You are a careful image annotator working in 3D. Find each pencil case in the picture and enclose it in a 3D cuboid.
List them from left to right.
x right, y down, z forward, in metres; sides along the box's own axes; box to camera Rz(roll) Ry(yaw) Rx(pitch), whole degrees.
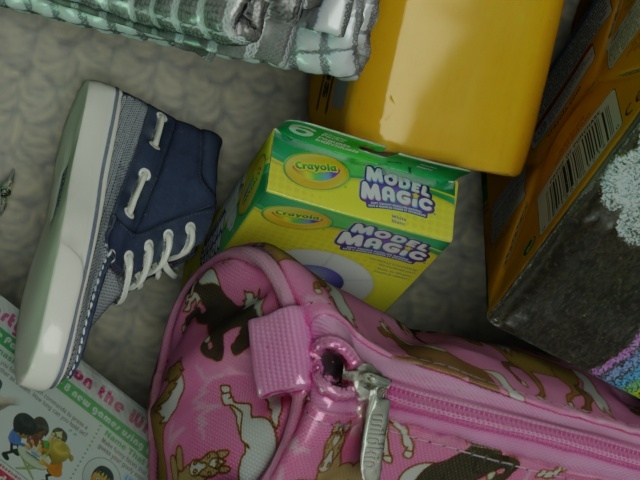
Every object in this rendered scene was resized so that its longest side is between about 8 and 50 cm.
[{"bbox_3d":[0.099,0.120,0.988,0.386,0.167,0.160,18,112,-29],"label":"pencil case"}]

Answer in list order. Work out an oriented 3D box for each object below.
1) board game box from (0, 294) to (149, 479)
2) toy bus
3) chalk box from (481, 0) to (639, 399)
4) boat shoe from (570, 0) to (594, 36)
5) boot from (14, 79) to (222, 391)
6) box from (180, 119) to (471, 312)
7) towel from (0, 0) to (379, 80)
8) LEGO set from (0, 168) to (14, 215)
[{"bbox_3d":[-0.187,0.197,0.923,0.224,0.097,0.303,41,53,-15],"label":"board game box"},{"bbox_3d":[0.081,-0.210,0.981,0.108,0.130,0.333,11,97,-14],"label":"toy bus"},{"bbox_3d":[0.252,-0.001,0.980,0.289,0.179,0.180,27,117,-12],"label":"chalk box"},{"bbox_3d":[0.212,-0.187,1.048,0.073,0.073,0.207,19,102,-16],"label":"boat shoe"},{"bbox_3d":[-0.101,0.002,0.965,0.086,0.069,0.190,20,54,-17],"label":"boot"},{"bbox_3d":[0.000,0.000,0.978,0.105,0.179,0.043,15,57,-14],"label":"box"},{"bbox_3d":[-0.072,-0.234,0.899,0.235,0.121,0.284,17,98,22],"label":"towel"},{"bbox_3d":[-0.203,-0.016,1.002,0.083,0.023,0.054,-45,106,-3],"label":"LEGO set"}]
